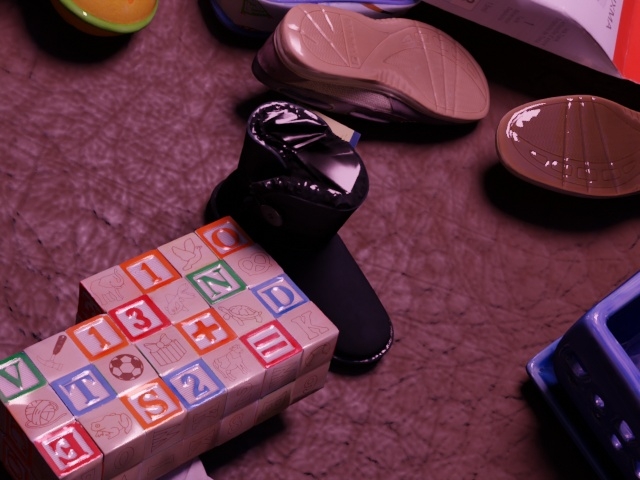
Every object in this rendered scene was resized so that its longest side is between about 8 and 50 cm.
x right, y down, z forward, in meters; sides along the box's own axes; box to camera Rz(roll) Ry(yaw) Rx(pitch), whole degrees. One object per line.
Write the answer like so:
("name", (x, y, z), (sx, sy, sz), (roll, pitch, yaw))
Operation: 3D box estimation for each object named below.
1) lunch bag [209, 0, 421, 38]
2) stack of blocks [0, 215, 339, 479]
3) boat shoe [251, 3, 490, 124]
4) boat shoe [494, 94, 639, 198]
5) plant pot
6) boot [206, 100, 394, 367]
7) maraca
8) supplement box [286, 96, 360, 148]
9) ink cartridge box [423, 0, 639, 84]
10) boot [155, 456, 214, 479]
("lunch bag", (-0.010, -0.350, 1.569), (0.243, 0.115, 0.303), (-3, 72, -23))
("stack of blocks", (-0.155, 0.111, 1.311), (0.297, 0.087, 0.171), (-26, 57, -32))
("boat shoe", (0.055, -0.173, 1.522), (0.285, 0.092, 0.103), (8, 69, -39))
("boat shoe", (0.317, -0.095, 1.584), (0.302, 0.098, 0.109), (-2, 84, -20))
("plant pot", (0.358, 0.139, 1.442), (0.236, 0.212, 0.236), (-32, 83, -25))
("boot", (0.000, 0.000, 1.387), (0.094, 0.207, 0.246), (-40, 86, -26))
("maraca", (-0.223, -0.279, 1.487), (0.127, 0.099, 0.186), (21, 42, -28))
("supplement box", (-0.018, -0.085, 1.496), (0.083, 0.056, 0.083), (27, 64, -6))
("ink cartridge box", (0.312, -0.337, 1.572), (0.385, 0.091, 0.308), (19, 65, -10))
("boot", (-0.133, 0.258, 1.307), (0.123, 0.095, 0.258), (-26, 74, -24))
